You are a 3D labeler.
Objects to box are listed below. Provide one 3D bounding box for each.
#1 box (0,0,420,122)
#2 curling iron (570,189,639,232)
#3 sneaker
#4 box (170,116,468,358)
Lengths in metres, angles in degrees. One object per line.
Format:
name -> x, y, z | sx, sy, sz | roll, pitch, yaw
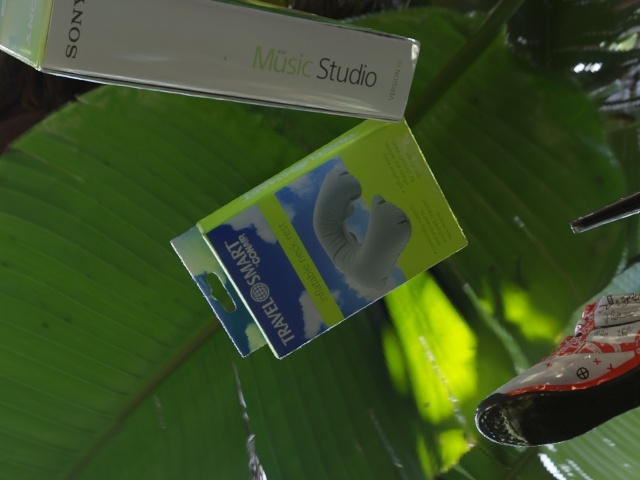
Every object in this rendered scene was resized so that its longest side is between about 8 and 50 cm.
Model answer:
box -> -0.122, -0.147, 0.678 | 0.232, 0.322, 0.058 | 3, -76, -35
curling iron -> 0.457, -0.081, 1.361 | 0.274, 0.035, 0.068 | -31, -92, 21
sneaker -> 0.316, 0.153, 1.256 | 0.270, 0.145, 0.090 | -23, -64, 16
box -> 0.000, 0.000, 0.714 | 0.178, 0.042, 0.109 | -31, -73, -6
